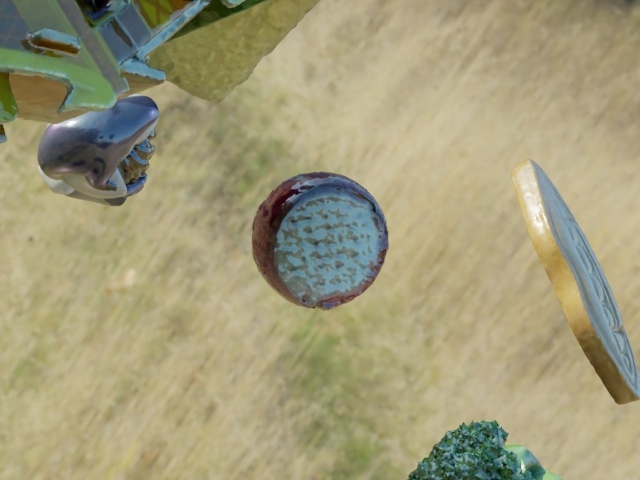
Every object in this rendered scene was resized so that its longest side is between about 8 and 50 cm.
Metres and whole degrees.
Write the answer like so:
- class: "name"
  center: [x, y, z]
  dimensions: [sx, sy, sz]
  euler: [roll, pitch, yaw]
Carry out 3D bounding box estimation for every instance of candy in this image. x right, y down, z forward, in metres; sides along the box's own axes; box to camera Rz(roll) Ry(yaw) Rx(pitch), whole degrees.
- class: "candy"
  center: [0.000, 0.000, 1.097]
  dimensions: [0.103, 0.103, 0.043]
  euler: [27, 2, -22]

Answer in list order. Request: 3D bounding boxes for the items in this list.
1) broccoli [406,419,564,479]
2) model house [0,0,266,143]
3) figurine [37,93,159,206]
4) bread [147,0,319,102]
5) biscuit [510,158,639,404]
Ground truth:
- class: "broccoli"
  center: [0.152, 0.291, 1.241]
  dimensions: [0.265, 0.294, 0.245]
  euler: [16, 52, 24]
- class: "model house"
  center: [-0.232, -0.227, 0.952]
  dimensions: [0.358, 0.242, 0.313]
  euler: [61, 40, -19]
- class: "figurine"
  center: [-0.259, -0.110, 1.665]
  dimensions: [0.145, 0.145, 0.222]
  euler: [29, -21, -15]
- class: "bread"
  center: [-0.087, -0.349, 1.617]
  dimensions: [0.236, 0.375, 0.165]
  euler: [33, 29, -28]
- class: "biscuit"
  center: [0.219, 0.034, 1.251]
  dimensions: [0.142, 0.029, 0.221]
  euler: [14, 52, -68]
